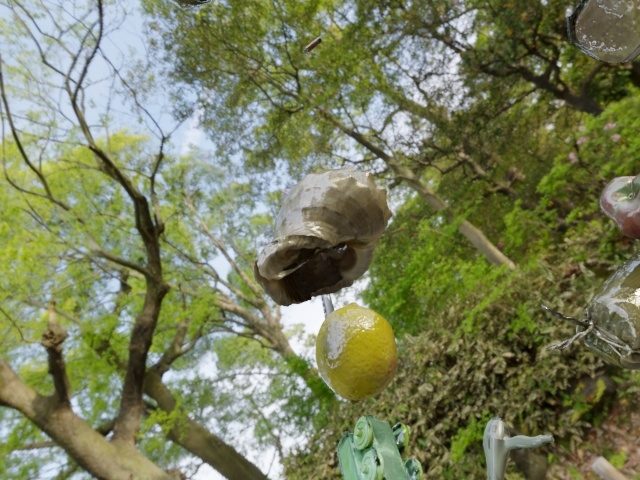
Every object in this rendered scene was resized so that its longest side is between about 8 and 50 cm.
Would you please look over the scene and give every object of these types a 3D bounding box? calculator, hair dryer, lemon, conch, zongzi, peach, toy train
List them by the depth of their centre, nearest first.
[{"bbox_3d":[-0.004,-0.005,0.896,0.324,0.186,0.263,-23,-56,-25],"label":"conch"},{"bbox_3d":[0.687,-0.079,0.971,0.152,0.152,0.152,-33,-30,-23],"label":"peach"},{"bbox_3d":[0.734,0.235,1.038,0.500,0.218,0.467,-31,-54,-18],"label":"zongzi"},{"bbox_3d":[0.149,0.591,1.196,0.159,0.272,0.188,18,-70,-16],"label":"toy train"},{"bbox_3d":[0.105,0.323,1.339,0.267,0.267,0.267,-33,-30,-23],"label":"lemon"},{"bbox_3d":[0.571,0.659,1.377,0.225,0.088,0.219,-10,49,62],"label":"hair dryer"},{"bbox_3d":[0.044,0.309,1.614,0.041,0.299,0.185,-12,-14,-4],"label":"calculator"}]

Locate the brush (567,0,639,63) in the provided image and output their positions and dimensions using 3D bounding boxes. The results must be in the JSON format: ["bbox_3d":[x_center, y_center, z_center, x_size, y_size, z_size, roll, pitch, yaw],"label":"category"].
[{"bbox_3d":[0.280,-0.260,0.285,0.065,0.070,0.327,-37,-18,-22],"label":"brush"}]

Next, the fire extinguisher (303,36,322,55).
[{"bbox_3d":[-0.030,-0.713,1.689,0.083,0.028,0.022,-42,1,-9],"label":"fire extinguisher"}]

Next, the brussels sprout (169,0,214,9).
[{"bbox_3d":[-0.100,-0.317,0.482,0.100,0.139,0.181,28,-71,-34],"label":"brussels sprout"}]
